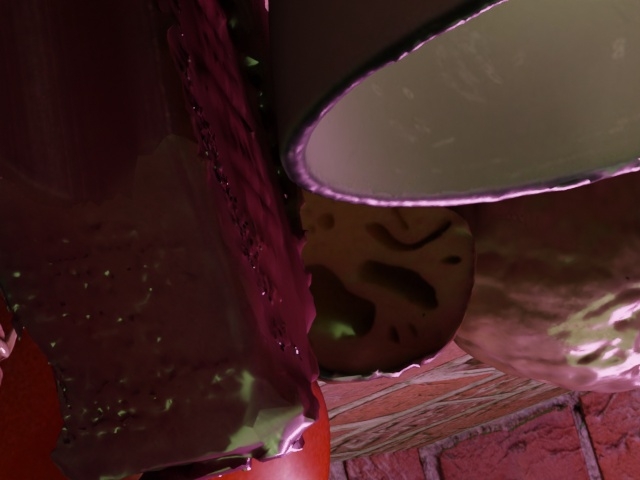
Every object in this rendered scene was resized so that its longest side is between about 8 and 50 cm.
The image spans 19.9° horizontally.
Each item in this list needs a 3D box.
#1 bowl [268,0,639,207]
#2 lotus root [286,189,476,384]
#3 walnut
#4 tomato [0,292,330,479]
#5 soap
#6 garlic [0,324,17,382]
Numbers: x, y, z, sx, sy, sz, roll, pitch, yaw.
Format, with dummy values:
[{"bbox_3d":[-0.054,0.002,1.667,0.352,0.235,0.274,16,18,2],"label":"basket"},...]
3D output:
[{"bbox_3d":[0.132,-0.156,0.728,0.353,0.185,0.354,-14,168,-3],"label":"bowl"},{"bbox_3d":[0.000,-0.001,1.245,0.199,0.188,0.180,24,172,-5],"label":"lotus root"},{"bbox_3d":[0.183,-0.011,1.319,0.248,0.248,0.248,-14,168,-3],"label":"walnut"},{"bbox_3d":[-0.145,0.146,1.510,0.341,0.273,0.341,18,-163,-6],"label":"tomato"},{"bbox_3d":[-0.080,-0.041,0.745,0.112,0.289,0.182,-15,168,14],"label":"soap"},{"bbox_3d":[-0.289,0.053,1.260,0.257,0.207,0.207,-49,170,-7],"label":"garlic"}]
